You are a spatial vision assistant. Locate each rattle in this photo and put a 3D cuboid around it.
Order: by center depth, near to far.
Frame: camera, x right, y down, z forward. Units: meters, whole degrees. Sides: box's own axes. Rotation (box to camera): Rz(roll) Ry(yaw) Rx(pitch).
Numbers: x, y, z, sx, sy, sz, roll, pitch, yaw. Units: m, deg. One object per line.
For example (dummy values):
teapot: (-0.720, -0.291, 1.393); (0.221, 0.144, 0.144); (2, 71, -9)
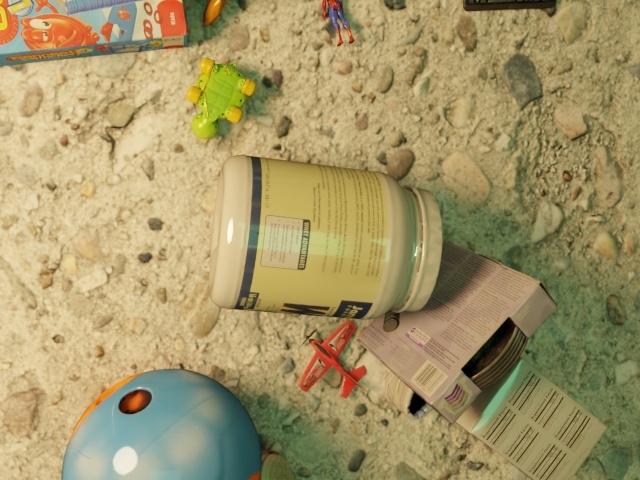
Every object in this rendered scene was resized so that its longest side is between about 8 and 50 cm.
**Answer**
rattle: (-0.072, -0.401, 1.053); (0.199, 0.130, 0.143); (-3, 108, -38)

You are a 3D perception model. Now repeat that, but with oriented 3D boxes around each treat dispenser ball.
treat dispenser ball: (-0.230, 0.336, 0.974); (0.288, 0.288, 0.288); (-1, 96, -12)

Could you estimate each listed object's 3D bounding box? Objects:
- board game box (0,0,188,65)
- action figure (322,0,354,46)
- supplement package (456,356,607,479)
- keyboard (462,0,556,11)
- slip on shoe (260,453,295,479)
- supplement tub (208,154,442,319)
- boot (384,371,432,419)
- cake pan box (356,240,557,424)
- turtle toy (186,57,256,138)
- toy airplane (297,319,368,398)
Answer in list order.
board game box: (-0.372, -0.434, 0.973); (0.302, 0.086, 0.308); (-10, 97, -12)
action figure: (0.024, -0.383, 1.095); (0.038, 0.030, 0.115); (-18, 94, -16)
supplement package: (0.331, 0.294, 1.140); (0.203, 0.194, 0.149); (38, 86, -12)
keyboard: (0.334, -0.464, 1.158); (0.180, 0.023, 0.108); (-6, 96, -12)
slip on shoe: (-0.070, 0.518, 1.129); (0.101, 0.123, 0.331); (-14, 105, 22)
supplement tub: (0.000, 0.000, 1.019); (0.324, 0.235, 0.235); (6, 94, -12)
boot: (0.216, 0.196, 1.142); (0.095, 0.123, 0.258); (35, 87, -13)
cake pan box: (0.211, 0.135, 1.062); (0.246, 0.267, 0.070); (-49, 116, -5)
turtle toy: (-0.166, -0.223, 1.048); (0.095, 0.066, 0.130); (26, 90, -14)
toy airplane: (0.028, 0.215, 1.151); (0.151, 0.028, 0.151); (3, 83, -21)
